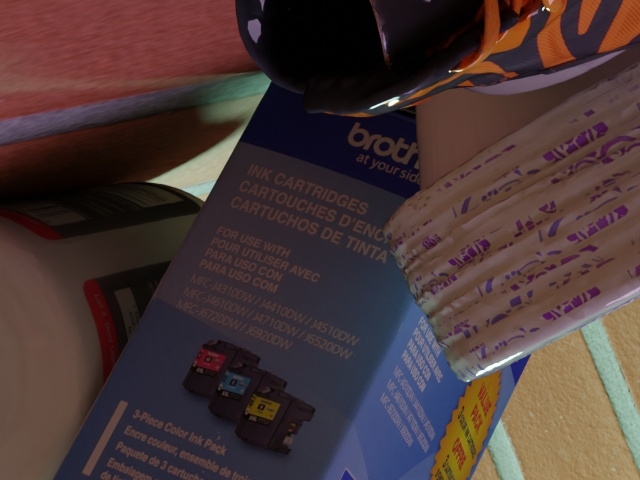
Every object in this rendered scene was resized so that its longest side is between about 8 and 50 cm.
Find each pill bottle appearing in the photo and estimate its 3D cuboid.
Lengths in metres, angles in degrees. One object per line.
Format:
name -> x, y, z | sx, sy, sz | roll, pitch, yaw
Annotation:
pill bottle -> -0.141, 0.055, 1.236 | 0.176, 0.176, 0.318 | -24, 176, 25

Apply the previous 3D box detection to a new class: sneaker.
sneaker -> 0.097, -0.110, 0.702 | 0.180, 0.125, 0.321 | -20, 175, -46

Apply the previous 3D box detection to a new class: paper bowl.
paper bowl -> 0.161, -0.057, 0.953 | 0.284, 0.148, 0.284 | -26, 174, -3

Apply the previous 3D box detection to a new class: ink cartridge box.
ink cartridge box -> 0.003, 0.088, 1.172 | 0.151, 0.395, 0.270 | 20, 161, 21

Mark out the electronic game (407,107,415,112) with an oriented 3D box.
electronic game -> 0.022, -0.051, 1.631 | 0.229, 0.048, 0.229 | -25, 168, -5
